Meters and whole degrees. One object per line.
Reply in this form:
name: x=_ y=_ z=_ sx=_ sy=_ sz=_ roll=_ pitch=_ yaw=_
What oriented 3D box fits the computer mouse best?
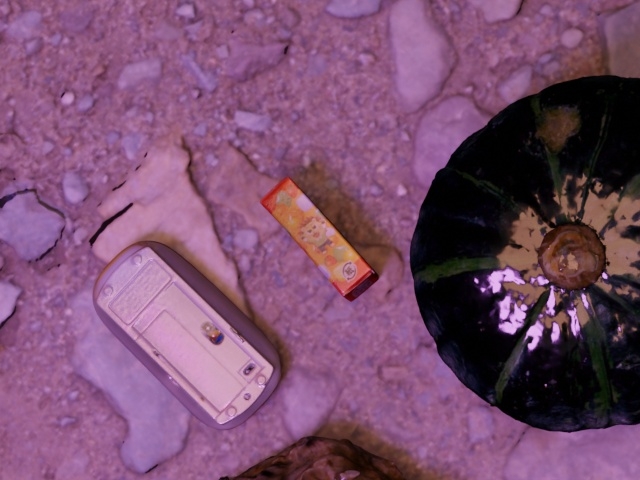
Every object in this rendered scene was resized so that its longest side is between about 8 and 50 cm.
computer mouse: x=-0.125 y=0.088 z=1.597 sx=0.199 sy=0.045 sz=0.102 roll=42 pitch=89 yaw=12

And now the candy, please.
candy: x=0.000 y=0.000 z=1.581 sx=0.038 sy=0.062 sz=0.122 roll=-42 pitch=79 yaw=1

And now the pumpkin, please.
pumpkin: x=0.226 y=0.011 z=1.458 sx=0.315 sy=0.238 sz=0.315 roll=0 pitch=87 yaw=8

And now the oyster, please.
oyster: x=-0.025 y=0.275 z=1.539 sx=0.294 sy=0.094 sz=0.166 roll=-27 pitch=87 yaw=10
